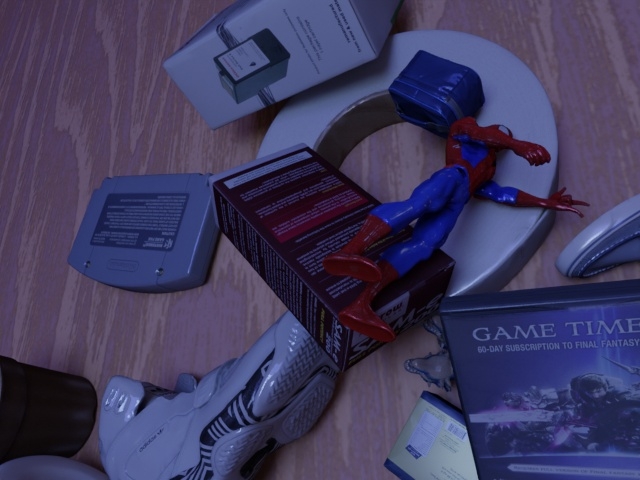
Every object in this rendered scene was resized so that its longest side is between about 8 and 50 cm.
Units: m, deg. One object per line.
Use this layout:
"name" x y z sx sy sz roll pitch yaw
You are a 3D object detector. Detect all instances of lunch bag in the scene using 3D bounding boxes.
"lunch bag" 0.122 -0.157 0.510 0.098 0.067 0.065 38 89 35

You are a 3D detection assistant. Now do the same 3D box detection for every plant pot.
"plant pot" -0.435 0.252 0.664 0.166 0.165 0.167 -11 64 24

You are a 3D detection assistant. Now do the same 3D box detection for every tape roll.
"tape roll" 0.088 -0.085 0.581 0.391 0.072 0.393 -11 65 23

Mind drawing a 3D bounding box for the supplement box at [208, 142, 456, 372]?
"supplement box" 0.000 0.000 0.473 0.130 0.073 0.239 -26 50 -26

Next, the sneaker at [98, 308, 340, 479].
"sneaker" -0.134 0.187 0.531 0.210 0.137 0.366 36 98 33

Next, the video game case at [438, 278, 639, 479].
"video game case" 0.211 0.156 0.331 0.195 0.026 0.275 -9 108 24

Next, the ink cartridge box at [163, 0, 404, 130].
"ink cartridge box" -0.049 -0.299 0.654 0.289 0.122 0.211 -12 39 34

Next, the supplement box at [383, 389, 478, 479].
"supplement box" 0.122 0.206 0.448 0.083 0.056 0.083 27 84 34

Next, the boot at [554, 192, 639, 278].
"boot" 0.322 -0.002 0.419 0.190 0.069 0.086 -35 54 9

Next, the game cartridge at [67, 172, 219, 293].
"game cartridge" -0.291 -0.014 0.768 0.297 0.062 0.198 3 75 29

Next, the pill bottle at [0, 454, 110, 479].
"pill bottle" -0.379 0.453 0.536 0.187 0.188 0.334 22 81 33

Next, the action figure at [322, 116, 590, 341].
"action figure" 0.138 -0.029 0.387 0.138 0.092 0.280 12 43 33

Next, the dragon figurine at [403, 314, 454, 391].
"dragon figurine" 0.224 0.115 0.414 0.288 0.144 0.085 9 71 11
